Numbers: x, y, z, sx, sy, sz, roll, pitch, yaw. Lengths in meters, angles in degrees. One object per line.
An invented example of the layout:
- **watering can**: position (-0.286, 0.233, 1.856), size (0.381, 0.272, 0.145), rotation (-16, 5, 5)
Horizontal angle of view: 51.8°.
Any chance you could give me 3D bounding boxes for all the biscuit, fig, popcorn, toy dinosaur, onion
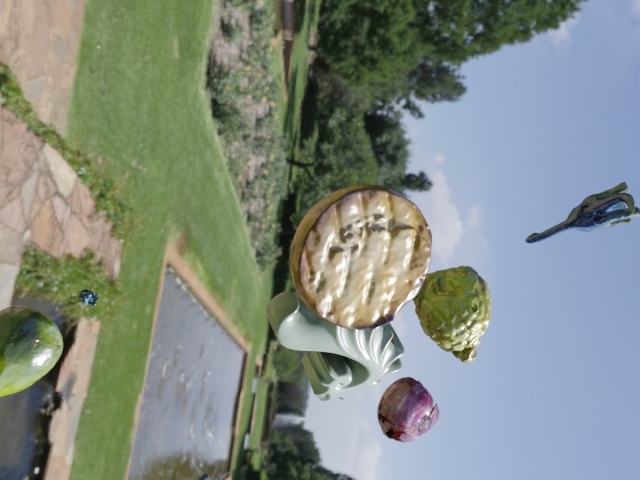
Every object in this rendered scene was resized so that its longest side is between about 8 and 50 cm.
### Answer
- **biscuit**: position (0.079, 0.030, 1.303), size (0.102, 0.296, 0.297), rotation (-142, -125, -62)
- **fig**: position (-0.786, 0.309, 1.662), size (0.206, 0.206, 0.275), rotation (97, 17, -54)
- **popcorn**: position (0.357, 0.199, 1.771), size (0.237, 0.205, 0.252), rotation (-174, -107, -79)
- **toy dinosaur**: position (-0.629, 0.153, 1.781), size (0.031, 0.047, 0.083), rotation (-63, -154, 2)
- **onion**: position (0.263, 0.537, 2.059), size (0.207, 0.200, 0.201), rotation (101, -4, -63)
- **toy dinosaur**: position (0.455, -0.036, 1.155), size (0.247, 0.188, 0.075), rotation (1, 69, -75)

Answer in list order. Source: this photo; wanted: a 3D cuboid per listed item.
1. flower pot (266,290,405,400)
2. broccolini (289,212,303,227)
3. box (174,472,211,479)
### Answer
- **flower pot**: position (0.047, 0.227, 1.593), size (0.368, 0.254, 0.165), rotation (63, 0, -42)
- **broccolini**: position (-0.011, 0.003, 1.778), size (0.091, 0.202, 0.068), rotation (-59, 170, 26)
- **box**: position (-0.369, 0.845, 1.981), size (0.265, 0.168, 0.097), rotation (47, -60, 39)
